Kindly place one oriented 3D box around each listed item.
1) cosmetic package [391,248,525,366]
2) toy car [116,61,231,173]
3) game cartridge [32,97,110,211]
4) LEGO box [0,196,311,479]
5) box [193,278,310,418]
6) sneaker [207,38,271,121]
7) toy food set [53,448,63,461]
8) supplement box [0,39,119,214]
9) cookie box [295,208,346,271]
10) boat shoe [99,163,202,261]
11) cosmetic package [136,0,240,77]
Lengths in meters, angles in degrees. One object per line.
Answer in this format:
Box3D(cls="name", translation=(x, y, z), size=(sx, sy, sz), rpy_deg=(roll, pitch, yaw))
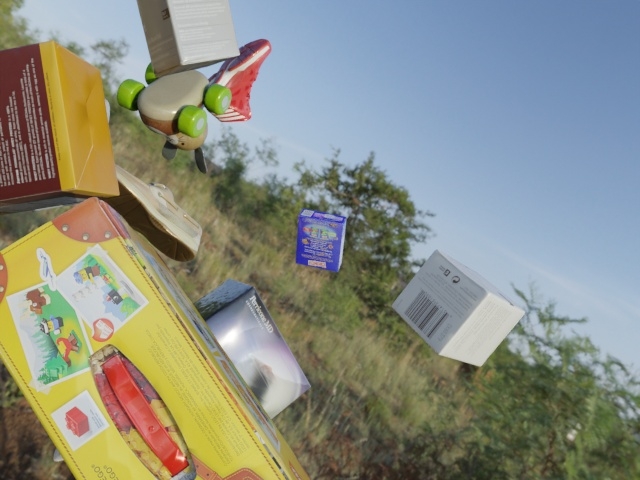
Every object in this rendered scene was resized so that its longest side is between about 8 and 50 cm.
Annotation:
Box3D(cls="cosmetic package", translation=(0.276, 0.138, 1.133), size=(0.183, 0.151, 0.151), rpy_deg=(24, 17, -47))
Box3D(cls="toy car", translation=(-0.260, -0.205, 1.038), size=(0.154, 0.149, 0.189), rpy_deg=(25, -40, 13))
Box3D(cls="game cartridge", translation=(-0.630, -0.206, 1.384), size=(0.062, 0.297, 0.198), rpy_deg=(38, 36, 22))
Box3D(cls="LEGO box", translation=(-0.214, 0.232, 0.806), size=(0.500, 0.193, 0.372), rpy_deg=(54, -11, 7))
Box3D(cls="box", translation=(-0.230, 0.293, 1.311), size=(0.182, 0.294, 0.297), rpy_deg=(5, -54, 60))
Box3D(cls="sneaker", translation=(-0.186, -0.378, 1.379), size=(0.128, 0.221, 0.087), rpy_deg=(49, 4, -40))
Box3D(cls="toy food set", translation=(-0.518, 0.589, 1.474), size=(0.306, 0.219, 0.092), rpy_deg=(82, -10, -48))
Box3D(cls="supplement box", translation=(-0.408, -0.144, 0.776), size=(0.194, 0.192, 0.129), rpy_deg=(-9, 0, 4))
Box3D(cls="cookie box", translation=(0.000, 0.000, 1.120), size=(0.091, 0.107, 0.040), rpy_deg=(12, 27, 12))
Box3D(cls="boat shoe", translation=(-0.375, -0.075, 1.252), size=(0.109, 0.098, 0.302), rpy_deg=(-14, -44, 32))
Box3D(cls="cosmetic package", translation=(-0.207, -0.372, 0.820), size=(0.127, 0.107, 0.238), rpy_deg=(9, -63, 56))
